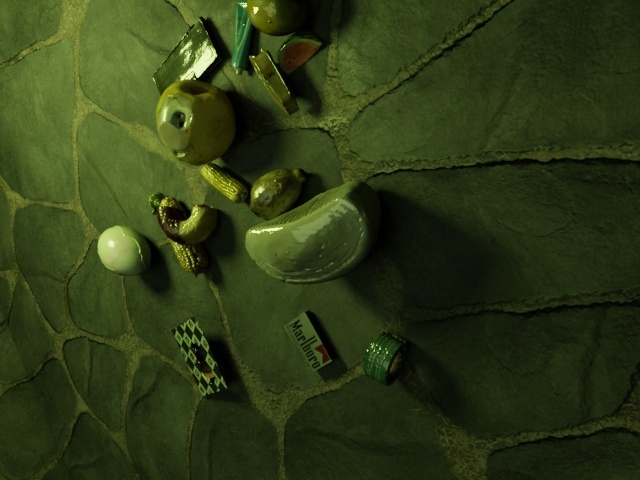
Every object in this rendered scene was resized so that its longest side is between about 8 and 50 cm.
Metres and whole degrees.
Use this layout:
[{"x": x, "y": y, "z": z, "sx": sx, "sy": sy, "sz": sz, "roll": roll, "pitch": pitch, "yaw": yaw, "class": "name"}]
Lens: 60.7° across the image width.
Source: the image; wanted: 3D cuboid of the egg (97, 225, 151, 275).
[{"x": -0.755, "y": 0.047, "z": 2.132, "sx": 0.217, "sy": 0.183, "sz": 0.183, "roll": 27, "pitch": 115, "yaw": 25, "class": "egg"}]

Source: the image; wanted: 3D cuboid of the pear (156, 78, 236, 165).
[{"x": -0.398, "y": -0.376, "z": 1.758, "sx": 0.271, "sy": 0.271, "sz": 0.271, "roll": 9, "pitch": 105, "yaw": 35, "class": "pear"}]

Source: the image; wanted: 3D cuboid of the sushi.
[{"x": -0.442, "y": 0.432, "z": 2.067, "sx": 0.264, "sy": 0.050, "sz": 0.290, "roll": -33, "pitch": 82, "yaw": 51, "class": "sushi"}]

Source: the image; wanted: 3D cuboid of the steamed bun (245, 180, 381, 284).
[{"x": -0.001, "y": 0.005, "z": 1.524, "sx": 0.384, "sy": 0.247, "sz": 0.236, "roll": -21, "pitch": 99, "yaw": 27, "class": "steamed bun"}]

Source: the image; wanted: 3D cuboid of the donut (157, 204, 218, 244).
[{"x": -0.468, "y": -0.063, "z": 1.892, "sx": 0.217, "sy": 0.085, "sz": 0.141, "roll": -5, "pitch": 78, "yaw": 8, "class": "donut"}]

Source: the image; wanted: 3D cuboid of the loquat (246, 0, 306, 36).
[{"x": -0.129, "y": -0.650, "z": 1.541, "sx": 0.195, "sy": 0.152, "sz": 0.152, "roll": 18, "pitch": 110, "yaw": 36, "class": "loquat"}]

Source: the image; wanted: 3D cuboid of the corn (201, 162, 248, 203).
[{"x": -0.322, "y": -0.194, "z": 1.833, "sx": 0.203, "sy": 0.072, "sz": 0.072, "roll": 36, "pitch": 119, "yaw": 26, "class": "corn"}]

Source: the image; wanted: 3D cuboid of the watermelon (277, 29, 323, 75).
[{"x": -0.078, "y": -0.555, "z": 1.576, "sx": 0.163, "sy": 0.069, "sz": 0.087, "roll": -31, "pitch": 80, "yaw": 39, "class": "watermelon"}]

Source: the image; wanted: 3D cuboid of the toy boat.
[{"x": -0.134, "y": -0.470, "z": 1.627, "sx": 0.068, "sy": 0.088, "sz": 0.226, "roll": -32, "pitch": 80, "yaw": 0, "class": "toy boat"}]

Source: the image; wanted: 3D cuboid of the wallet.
[{"x": -0.459, "y": -0.590, "z": 1.864, "sx": 0.317, "sy": 0.044, "sz": 0.169, "roll": -34, "pitch": 75, "yaw": 34, "class": "wallet"}]

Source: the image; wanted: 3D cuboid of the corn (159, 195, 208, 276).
[{"x": -0.506, "y": -0.019, "z": 1.985, "sx": 0.102, "sy": 0.102, "sz": 0.313, "roll": -36, "pitch": 78, "yaw": 36, "class": "corn"}]

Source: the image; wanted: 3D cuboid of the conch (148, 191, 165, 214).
[{"x": -0.621, "y": -0.139, "z": 2.059, "sx": 0.121, "sy": 0.074, "sz": 0.089, "roll": 21, "pitch": 92, "yaw": 58, "class": "conch"}]

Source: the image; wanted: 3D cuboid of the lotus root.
[{"x": -0.130, "y": -0.149, "z": 1.672, "sx": 0.214, "sy": 0.138, "sz": 0.138, "roll": -42, "pitch": 75, "yaw": 22, "class": "lotus root"}]

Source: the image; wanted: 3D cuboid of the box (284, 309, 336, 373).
[{"x": -0.034, "y": 0.324, "z": 1.751, "sx": 0.115, "sy": 0.036, "sz": 0.177, "roll": -38, "pitch": 77, "yaw": 35, "class": "box"}]

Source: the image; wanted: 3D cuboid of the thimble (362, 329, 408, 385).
[{"x": 0.182, "y": 0.333, "z": 1.542, "sx": 0.090, "sy": 0.118, "sz": 0.135, "roll": 25, "pitch": 113, "yaw": 29, "class": "thimble"}]

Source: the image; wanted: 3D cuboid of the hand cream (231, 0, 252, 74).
[{"x": -0.241, "y": -0.630, "z": 1.701, "sx": 0.083, "sy": 0.048, "sz": 0.224, "roll": 15, "pitch": 104, "yaw": 36, "class": "hand cream"}]
